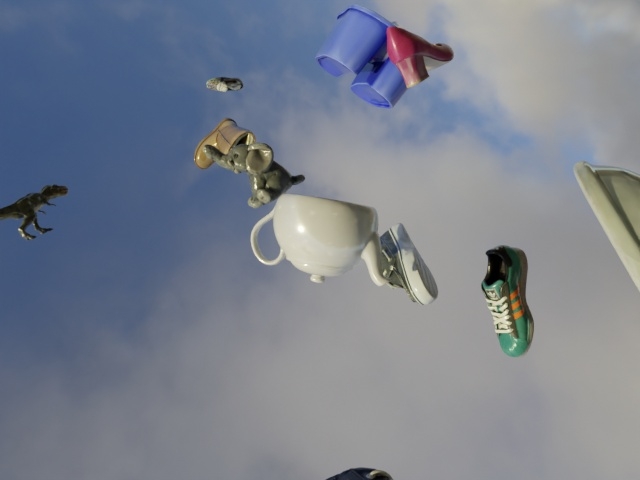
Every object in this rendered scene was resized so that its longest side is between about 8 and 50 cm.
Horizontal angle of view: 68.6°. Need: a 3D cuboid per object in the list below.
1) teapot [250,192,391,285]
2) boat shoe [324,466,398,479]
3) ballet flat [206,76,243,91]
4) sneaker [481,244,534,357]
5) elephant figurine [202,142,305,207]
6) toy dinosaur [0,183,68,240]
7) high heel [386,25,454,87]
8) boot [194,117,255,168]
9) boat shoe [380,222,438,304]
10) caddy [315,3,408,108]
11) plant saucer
[{"bbox_3d":[0.000,0.000,1.052,0.252,0.256,0.187,8,-86,-26],"label":"teapot"},{"bbox_3d":[0.108,0.356,0.610,0.127,0.340,0.158,58,-165,-24],"label":"boat shoe"},{"bbox_3d":[-0.264,-0.438,1.321,0.114,0.041,0.041,-21,-108,-41],"label":"ballet flat"},{"bbox_3d":[0.493,0.163,1.274,0.120,0.108,0.303,6,-102,-28],"label":"sneaker"},{"bbox_3d":[-0.204,-0.234,1.443,0.186,0.169,0.240,-44,-68,-45],"label":"elephant figurine"},{"bbox_3d":[-0.771,-0.065,1.237,0.268,0.064,0.118,-54,-52,-63],"label":"toy dinosaur"},{"bbox_3d":[0.205,-0.402,0.966,0.244,0.082,0.117,-44,-66,-41],"label":"high heel"},{"bbox_3d":[-0.352,-0.323,1.675,0.089,0.236,0.269,30,-170,-34],"label":"boot"},{"bbox_3d":[0.207,0.074,1.205,0.121,0.119,0.335,52,-167,-21],"label":"boat shoe"},{"bbox_3d":[0.133,-0.474,1.190,0.241,0.179,0.341,32,-170,-19],"label":"caddy"},{"bbox_3d":[0.482,0.048,0.614,0.400,0.100,0.401,35,-142,-33],"label":"plant saucer"}]
